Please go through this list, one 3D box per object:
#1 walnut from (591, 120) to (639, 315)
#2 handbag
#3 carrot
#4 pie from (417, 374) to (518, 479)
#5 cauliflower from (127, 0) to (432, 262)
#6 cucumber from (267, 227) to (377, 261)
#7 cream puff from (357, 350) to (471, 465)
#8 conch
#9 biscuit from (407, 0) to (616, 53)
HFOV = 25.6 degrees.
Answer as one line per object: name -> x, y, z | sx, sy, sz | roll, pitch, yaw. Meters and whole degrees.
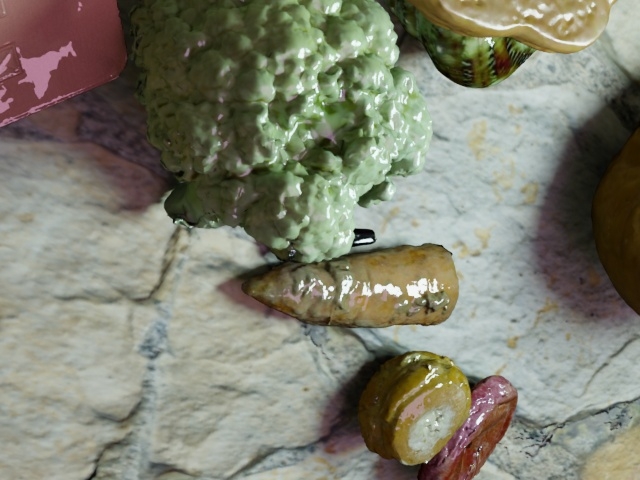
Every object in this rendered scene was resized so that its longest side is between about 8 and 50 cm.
walnut -> 0.517, -0.033, 1.721 | 0.354, 0.308, 0.398 | -46, 139, 10
handbag -> -0.250, -0.209, 1.144 | 0.157, 0.059, 0.213 | -29, 130, -25
carrot -> 0.028, 0.050, 1.527 | 0.263, 0.102, 0.102 | 1, 115, -36
pie -> 0.183, 0.249, 1.771 | 0.182, 0.049, 0.182 | -45, 156, -26
cauliflower -> -0.031, -0.118, 1.246 | 0.281, 0.260, 0.327 | 78, 15, -66
cucumber -> 0.000, -0.002, 1.503 | 0.134, 0.033, 0.034 | -11, 90, -37
cream puff -> 0.105, 0.193, 1.661 | 0.126, 0.103, 0.144 | 32, 94, -41
conch -> 0.166, -0.248, 1.427 | 0.181, 0.124, 0.187 | 6, 95, -34
biscuit -> 0.165, -0.340, 1.329 | 0.351, 0.057, 0.312 | 3, 87, -30
